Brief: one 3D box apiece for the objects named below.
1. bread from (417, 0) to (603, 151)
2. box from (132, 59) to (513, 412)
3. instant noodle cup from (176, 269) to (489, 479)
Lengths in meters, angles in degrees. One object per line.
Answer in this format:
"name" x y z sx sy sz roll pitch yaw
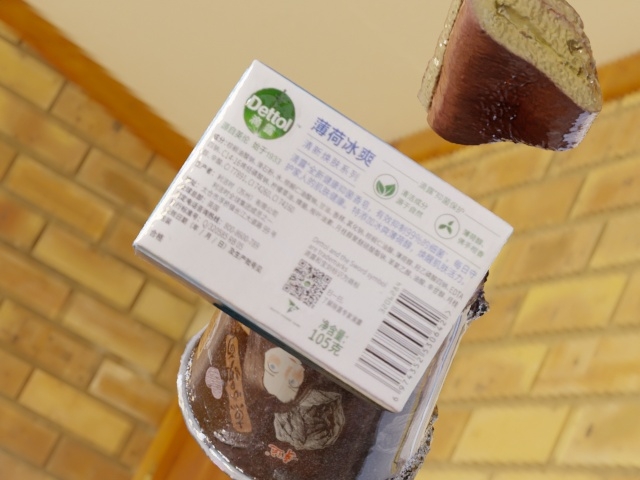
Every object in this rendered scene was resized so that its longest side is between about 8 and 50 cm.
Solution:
"bread" 0.129 -0.113 1.080 0.119 0.067 0.192 23 -21 1
"box" 0.000 0.000 1.033 0.194 0.139 0.073 33 -8 -3
"instant noodle cup" 0.016 0.065 1.272 0.217 0.217 0.207 26 -48 4
